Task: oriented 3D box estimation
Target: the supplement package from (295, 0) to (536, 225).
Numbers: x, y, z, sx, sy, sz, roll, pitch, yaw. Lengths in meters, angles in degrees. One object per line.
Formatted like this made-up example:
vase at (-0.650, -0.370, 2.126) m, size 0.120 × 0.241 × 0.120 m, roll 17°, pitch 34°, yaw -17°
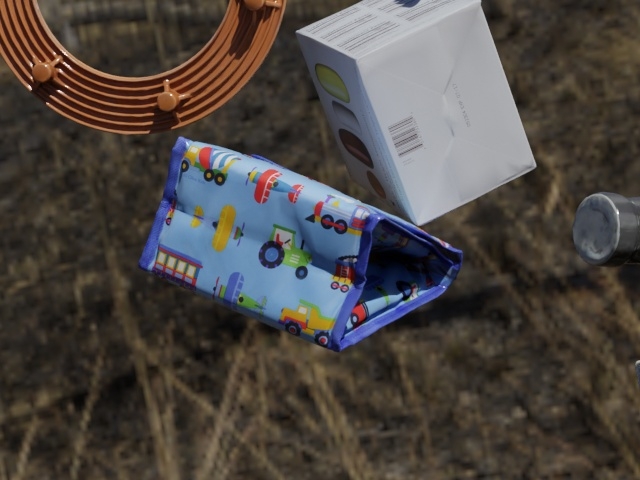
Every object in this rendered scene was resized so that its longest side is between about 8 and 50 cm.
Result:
supplement package at (0.097, -0.152, 1.576) m, size 0.149 × 0.194 × 0.203 m, roll -26°, pitch 22°, yaw -10°

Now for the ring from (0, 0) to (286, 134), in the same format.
ring at (-0.198, -0.277, 1.527) m, size 0.337 × 0.336 × 0.032 m, roll -8°, pitch 6°, yaw 11°

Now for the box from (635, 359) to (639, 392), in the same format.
box at (0.495, 0.165, 1.631) m, size 0.275 × 0.094 × 0.113 m, roll -16°, pitch 26°, yaw 12°

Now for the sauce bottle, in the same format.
sauce bottle at (0.406, -0.007, 1.471) m, size 0.344 × 0.111 × 0.111 m, roll 2°, pitch 0°, yaw -31°

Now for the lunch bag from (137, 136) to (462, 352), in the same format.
lunch bag at (0.000, 0.000, 1.469) m, size 0.221 × 0.138 × 0.293 m, roll 22°, pitch 10°, yaw 22°
